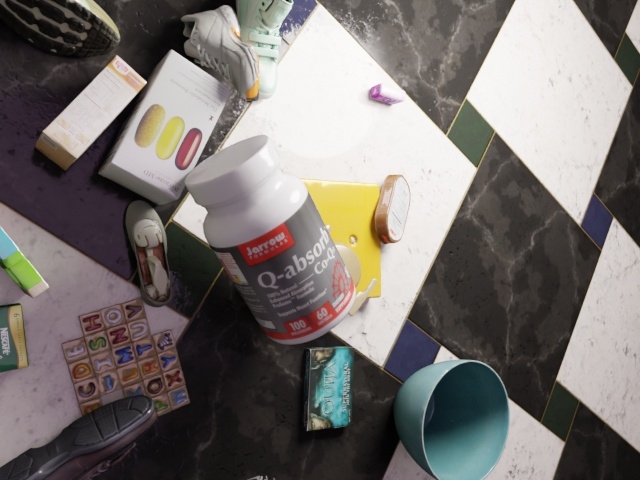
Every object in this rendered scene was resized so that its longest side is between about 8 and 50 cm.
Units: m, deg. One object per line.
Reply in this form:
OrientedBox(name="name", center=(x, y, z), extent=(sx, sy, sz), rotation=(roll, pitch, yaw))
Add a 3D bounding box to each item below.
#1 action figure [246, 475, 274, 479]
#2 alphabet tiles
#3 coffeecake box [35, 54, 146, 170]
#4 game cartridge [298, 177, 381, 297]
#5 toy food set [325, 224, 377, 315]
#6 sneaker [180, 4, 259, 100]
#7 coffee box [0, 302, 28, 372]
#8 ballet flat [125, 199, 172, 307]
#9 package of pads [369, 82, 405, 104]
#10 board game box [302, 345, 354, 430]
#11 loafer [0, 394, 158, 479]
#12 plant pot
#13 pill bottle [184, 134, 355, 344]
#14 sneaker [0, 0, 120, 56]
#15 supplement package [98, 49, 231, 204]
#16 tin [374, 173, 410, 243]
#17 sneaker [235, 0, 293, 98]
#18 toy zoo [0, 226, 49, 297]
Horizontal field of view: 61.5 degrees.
OrientedBox(name="action figure", center=(-0.187, 0.569, 1.089), extent=(0.285, 0.099, 0.185), rotation=(19, 73, -33))
OrientedBox(name="alphabet tiles", center=(-0.373, 0.240, 1.038), extent=(0.198, 0.009, 0.237), rotation=(-16, 97, -31))
OrientedBox(name="coffeecake box", center=(-0.409, -0.223, 0.957), extent=(0.068, 0.142, 0.185), rotation=(43, 67, -23))
OrientedBox(name="game cartridge", center=(0.000, 0.000, 1.260), extent=(0.323, 0.052, 0.285), rotation=(1, 88, -29))
OrientedBox(name="toy food set", center=(0.035, 0.068, 1.233), extent=(0.192, 0.038, 0.132), rotation=(50, 59, -12))
OrientedBox(name="sneaker", center=(-0.204, -0.367, 1.081), extent=(0.121, 0.099, 0.262), rotation=(-15, 56, -20))
OrientedBox(name="coffee box", center=(-0.589, 0.172, 0.887), extent=(0.184, 0.040, 0.113), rotation=(-5, 90, -32))
OrientedBox(name="ballet flat", center=(-0.324, 0.024, 1.043), extent=(0.072, 0.068, 0.213), rotation=(-11, 94, -32))
OrientedBox(name="package of pads", center=(0.172, -0.374, 1.378), extent=(0.083, 0.050, 0.032), rotation=(8, 84, -32))
OrientedBox(name="board game box", center=(0.019, 0.345, 1.265), extent=(0.126, 0.026, 0.186), rotation=(4, 86, -32))
OrientedBox(name="loafer", center=(-0.425, 0.384, 0.950), extent=(0.302, 0.109, 0.095), rotation=(-27, 119, -19))
OrientedBox(name="plant pot", center=(0.293, 0.429, 1.331), extent=(0.290, 0.195, 0.290), rotation=(2, 87, -32))
OrientedBox(name="pill bottle", center=(-0.092, 0.002, 1.023), extent=(0.210, 0.210, 0.363), rotation=(-42, 120, -26))
OrientedBox(name="sneaker", center=(-0.519, -0.487, 0.915), extent=(0.410, 0.158, 0.182), rotation=(32, 54, -32))
OrientedBox(name="supplement package", center=(-0.297, -0.208, 1.031), extent=(0.139, 0.134, 0.244), rotation=(29, 73, -27))
OrientedBox(name="tin", center=(0.183, -0.081, 1.347), extent=(0.106, 0.040, 0.190), rotation=(43, 54, -42))
OrientedBox(name="sneaker", center=(-0.116, -0.441, 1.145), extent=(0.094, 0.151, 0.256), rotation=(-8, 93, -33))
OrientedBox(name="toy zoo", center=(-0.540, -0.036, 0.839), extent=(0.030, 0.192, 0.293), rotation=(-41, 108, -27))
